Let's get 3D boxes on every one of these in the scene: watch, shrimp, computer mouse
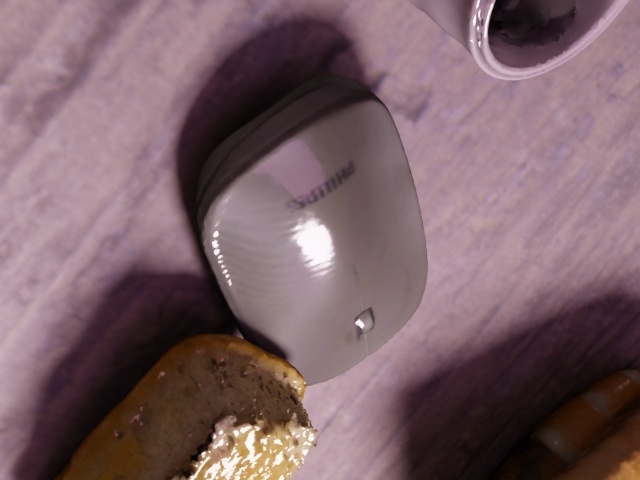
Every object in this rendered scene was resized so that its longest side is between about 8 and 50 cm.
[{"bbox_3d":[0.202,-0.237,1.403,0.244,0.196,0.231,3,125,-49],"label":"watch"},{"bbox_3d":[0.235,0.317,1.961,0.445,0.085,0.272,-38,145,-22],"label":"shrimp"},{"bbox_3d":[0.004,0.004,1.473,0.197,0.095,0.331,-35,139,-12],"label":"computer mouse"}]

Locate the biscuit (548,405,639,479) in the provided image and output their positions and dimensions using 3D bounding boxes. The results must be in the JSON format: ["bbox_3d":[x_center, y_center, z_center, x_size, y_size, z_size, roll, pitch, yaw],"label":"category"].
[{"bbox_3d":[0.286,0.372,1.893,0.446,0.104,0.429,-34,143,-34],"label":"biscuit"}]

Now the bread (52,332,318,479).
[{"bbox_3d":[-0.116,0.194,1.473,0.245,0.121,0.174,-52,146,13],"label":"bread"}]
